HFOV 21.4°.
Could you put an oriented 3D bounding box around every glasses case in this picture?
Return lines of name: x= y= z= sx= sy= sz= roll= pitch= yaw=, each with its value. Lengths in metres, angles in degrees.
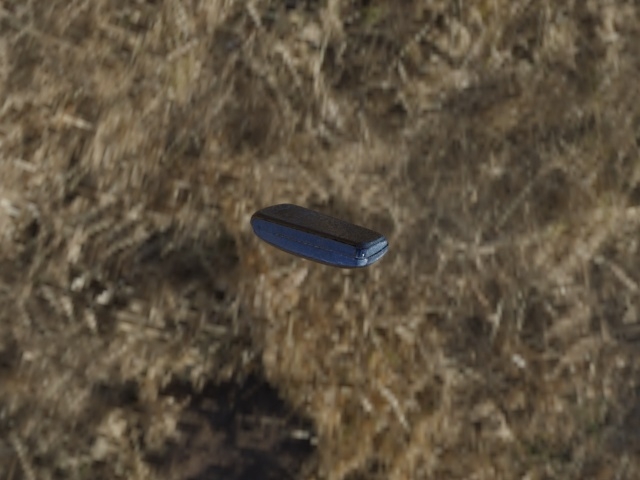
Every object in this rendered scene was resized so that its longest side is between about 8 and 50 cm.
glasses case: x=0.000 y=0.000 z=0.955 sx=0.083 sy=0.033 sz=0.023 roll=18 pitch=112 yaw=35
